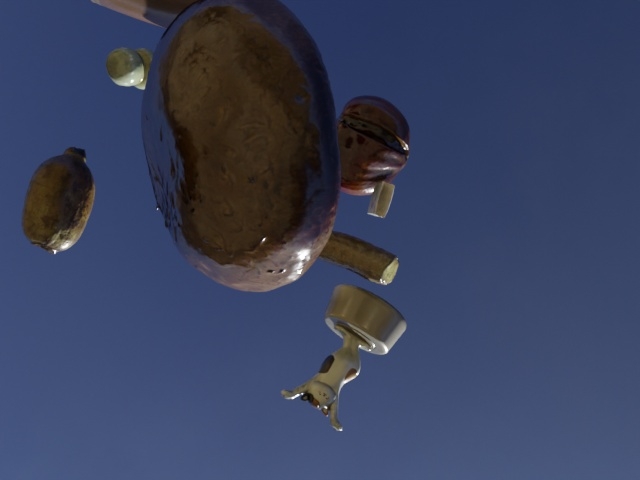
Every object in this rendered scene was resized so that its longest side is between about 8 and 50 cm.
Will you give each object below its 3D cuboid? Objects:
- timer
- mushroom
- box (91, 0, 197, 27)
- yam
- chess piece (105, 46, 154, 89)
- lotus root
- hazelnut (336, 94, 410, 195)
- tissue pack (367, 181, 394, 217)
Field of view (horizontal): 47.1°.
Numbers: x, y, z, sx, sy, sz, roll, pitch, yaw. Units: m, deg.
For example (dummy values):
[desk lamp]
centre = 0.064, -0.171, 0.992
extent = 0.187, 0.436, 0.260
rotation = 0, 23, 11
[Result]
[timer]
centre = 0.045, 0.246, 1.530
extent = 0.175, 0.175, 0.266
rotation = 19, -114, 30
[mushroom]
centre = -0.096, -0.107, 0.862
extent = 0.345, 0.239, 0.345
rotation = 49, -18, 22
[box]
centre = -0.266, -0.523, 1.330
extent = 0.216, 0.301, 0.301
rotation = 24, -68, -10
[yam]
centre = 0.000, 0.000, 1.501
extent = 0.356, 0.081, 0.081
rotation = 25, -72, 30
[chess piece]
centre = -0.440, -0.439, 1.885
extent = 0.133, 0.243, 0.133
rotation = 7, -79, 38
[lotus root]
centre = -0.583, -0.097, 1.650
extent = 0.128, 0.145, 0.260
rotation = -11, -121, 46
[hazelnut]
centre = 0.094, -0.190, 1.508
extent = 0.177, 0.178, 0.204
rotation = 23, -93, 29
[tissue pack]
centre = 0.096, -0.066, 1.178
extent = 0.023, 0.108, 0.056
rotation = 16, -86, -3
